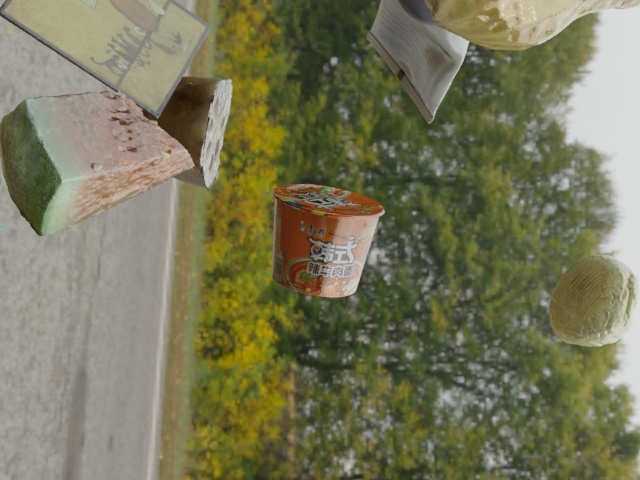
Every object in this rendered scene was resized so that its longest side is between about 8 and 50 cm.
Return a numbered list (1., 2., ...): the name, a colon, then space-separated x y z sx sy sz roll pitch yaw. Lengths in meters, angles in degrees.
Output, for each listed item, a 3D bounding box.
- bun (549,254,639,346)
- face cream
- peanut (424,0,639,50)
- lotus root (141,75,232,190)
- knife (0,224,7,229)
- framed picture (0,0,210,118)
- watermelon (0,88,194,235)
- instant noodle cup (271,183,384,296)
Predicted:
1. bun: 0.616 0.141 1.872 0.220 0.134 0.220 -45 -155 29
2. face cream: 0.184 -0.391 1.606 0.235 0.137 0.420 54 -14 9
3. peanut: 0.253 -0.293 0.917 0.149 0.313 0.149 160 -90 -77
4. lotus root: -0.296 -0.252 1.845 0.272 0.191 0.272 17 90 -84
5. knife: -0.514 -0.017 1.293 0.014 0.005 0.091 53 28 14
6. framed picture: -0.400 -0.420 1.628 0.014 0.338 0.255 -32 -150 55
7. watermelon: -0.282 -0.125 1.116 0.193 0.256 0.140 55 -45 23
8. instant noodle cup: 0.000 0.000 1.863 0.250 0.250 0.192 -93 -167 -73
